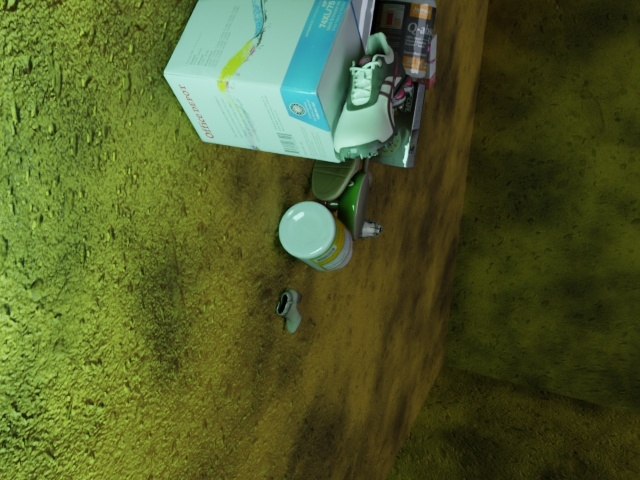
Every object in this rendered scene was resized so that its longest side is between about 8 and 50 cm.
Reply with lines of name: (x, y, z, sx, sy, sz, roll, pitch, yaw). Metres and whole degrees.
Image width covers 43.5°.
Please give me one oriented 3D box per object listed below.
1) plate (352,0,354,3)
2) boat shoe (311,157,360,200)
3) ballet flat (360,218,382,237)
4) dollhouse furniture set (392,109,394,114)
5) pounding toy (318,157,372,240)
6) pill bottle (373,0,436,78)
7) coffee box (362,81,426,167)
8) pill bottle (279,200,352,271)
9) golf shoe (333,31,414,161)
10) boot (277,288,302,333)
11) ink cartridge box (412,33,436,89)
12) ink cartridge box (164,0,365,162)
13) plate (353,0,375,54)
plate: (0.008, -0.543, 1.754, 0.188, 0.024, 0.188, -31, 138, -32)
boat shoe: (0.058, -0.205, 2.045, 0.089, 0.104, 0.285, 69, 37, -53)
ballet flat: (0.143, -0.036, 2.444, 0.188, 0.070, 0.070, -11, 111, -69)
dollhouse furniture set: (0.083, -0.322, 1.905, 0.144, 0.151, 0.123, -106, -168, -49)
pounding toy: (0.063, -0.120, 2.126, 0.183, 0.110, 0.237, 79, 23, -63)
pill bottle: (0.231, -0.594, 2.210, 0.162, 0.162, 0.279, -23, 123, -67)
coffee box: (0.217, -0.346, 2.352, 0.098, 0.141, 0.247, -18, 118, -68)
pill bottle: (0.000, 0.000, 1.956, 0.245, 0.136, 0.136, 38, 65, -69)
golf shoe: (0.071, -0.228, 1.296, 0.273, 0.105, 0.120, -68, 143, -47)
boot: (-0.080, 0.177, 1.993, 0.087, 0.042, 0.119, 0, 100, -64)
ink cartridge box: (0.294, -0.573, 2.465, 0.067, 0.115, 0.198, -55, 151, -46)
ink cartridge box: (-0.083, -0.281, 1.360, 0.198, 0.270, 0.197, 66, 39, -60)
plate: (0.067, -0.572, 1.943, 0.277, 0.045, 0.278, -17, 117, -67)
